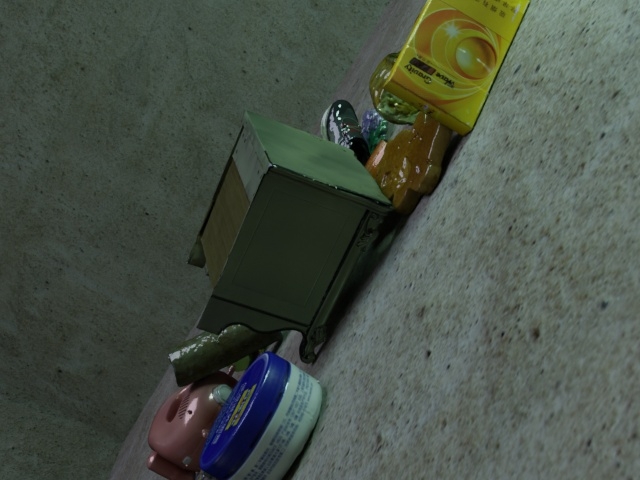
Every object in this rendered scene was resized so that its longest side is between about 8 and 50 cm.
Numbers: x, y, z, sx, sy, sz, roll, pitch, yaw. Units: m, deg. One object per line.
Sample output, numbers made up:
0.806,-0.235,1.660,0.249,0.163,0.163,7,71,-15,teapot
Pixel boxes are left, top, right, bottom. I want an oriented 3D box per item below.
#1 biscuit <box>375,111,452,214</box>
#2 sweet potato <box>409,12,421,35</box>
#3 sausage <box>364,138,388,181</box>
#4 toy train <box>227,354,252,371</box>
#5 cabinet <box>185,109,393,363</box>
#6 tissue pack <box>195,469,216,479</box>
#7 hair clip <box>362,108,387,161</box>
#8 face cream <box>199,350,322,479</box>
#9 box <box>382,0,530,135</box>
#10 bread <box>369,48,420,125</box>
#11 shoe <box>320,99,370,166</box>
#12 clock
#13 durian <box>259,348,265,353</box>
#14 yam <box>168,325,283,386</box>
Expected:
0.150,-0.125,1.602,0.249,0.035,0.184,157,130,-68,biscuit
0.248,-0.512,2.319,0.068,0.060,0.206,-27,-18,-25,sweet potato
0.083,-0.073,1.780,0.234,0.071,0.071,-59,9,14,sausage
-0.194,0.203,2.291,0.105,0.157,0.253,-14,25,12,toy train
-0.068,-0.008,1.674,0.318,0.227,0.290,-65,22,17,cabinet
-0.236,0.488,1.882,0.083,0.035,0.063,-59,8,4,tissue pack
0.124,-0.231,2.179,0.195,0.052,0.124,-109,33,-69,hair clip
-0.086,0.280,1.457,0.206,0.111,0.206,-57,10,16,face cream
0.218,-0.312,1.518,0.269,0.152,0.043,-62,6,-20,box
0.167,-0.298,1.839,0.152,0.130,0.267,-19,14,4,bread
0.065,-0.203,2.115,0.112,0.099,0.227,-8,79,59,shoe
-0.266,0.380,2.080,0.241,0.142,0.227,-48,15,42,clock
-0.137,0.095,2.248,0.352,0.158,0.169,-80,9,-56,durian
-0.201,0.218,2.030,0.259,0.093,0.093,-27,12,2,yam
